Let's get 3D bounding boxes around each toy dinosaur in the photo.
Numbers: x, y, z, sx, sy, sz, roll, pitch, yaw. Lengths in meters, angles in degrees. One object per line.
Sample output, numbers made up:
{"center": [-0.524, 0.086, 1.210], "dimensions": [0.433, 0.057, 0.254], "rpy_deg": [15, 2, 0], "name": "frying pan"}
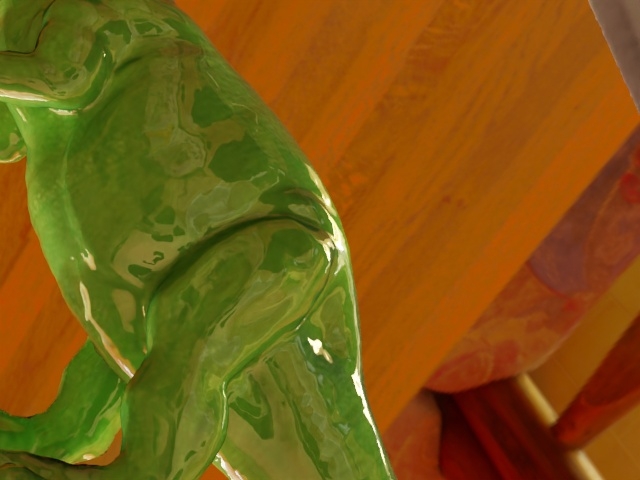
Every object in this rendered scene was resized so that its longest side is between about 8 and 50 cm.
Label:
{"center": [0.000, 0.000, 0.459], "dimensions": [0.500, 0.144, 0.374], "rpy_deg": [26, 68, -14], "name": "toy dinosaur"}

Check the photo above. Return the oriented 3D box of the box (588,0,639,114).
{"center": [0.389, -0.082, 0.580], "dimensions": [0.396, 0.397, 0.111], "rpy_deg": [-11, 165, -26], "name": "box"}
